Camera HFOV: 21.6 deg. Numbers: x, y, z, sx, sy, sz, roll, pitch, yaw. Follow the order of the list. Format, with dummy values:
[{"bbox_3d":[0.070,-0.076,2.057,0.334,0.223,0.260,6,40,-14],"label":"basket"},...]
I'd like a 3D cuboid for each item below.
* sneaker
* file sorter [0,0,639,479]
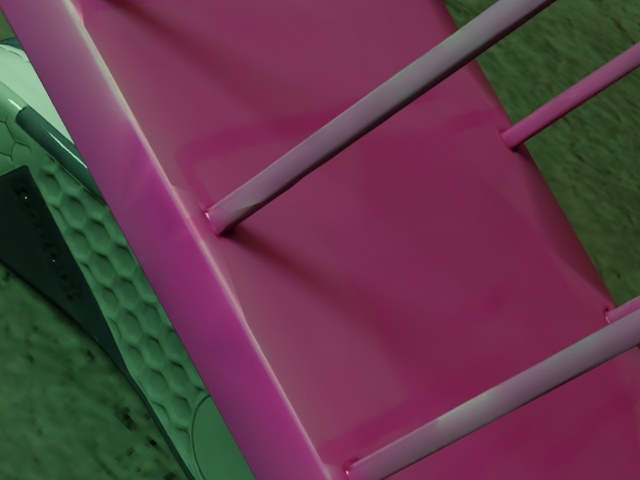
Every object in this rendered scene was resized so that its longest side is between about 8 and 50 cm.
[{"bbox_3d":[0.000,-0.002,0.541,0.226,0.086,0.163,46,44,17],"label":"sneaker"},{"bbox_3d":[0.102,0.007,0.422,0.291,0.182,0.202,61,30,6],"label":"file sorter"}]
